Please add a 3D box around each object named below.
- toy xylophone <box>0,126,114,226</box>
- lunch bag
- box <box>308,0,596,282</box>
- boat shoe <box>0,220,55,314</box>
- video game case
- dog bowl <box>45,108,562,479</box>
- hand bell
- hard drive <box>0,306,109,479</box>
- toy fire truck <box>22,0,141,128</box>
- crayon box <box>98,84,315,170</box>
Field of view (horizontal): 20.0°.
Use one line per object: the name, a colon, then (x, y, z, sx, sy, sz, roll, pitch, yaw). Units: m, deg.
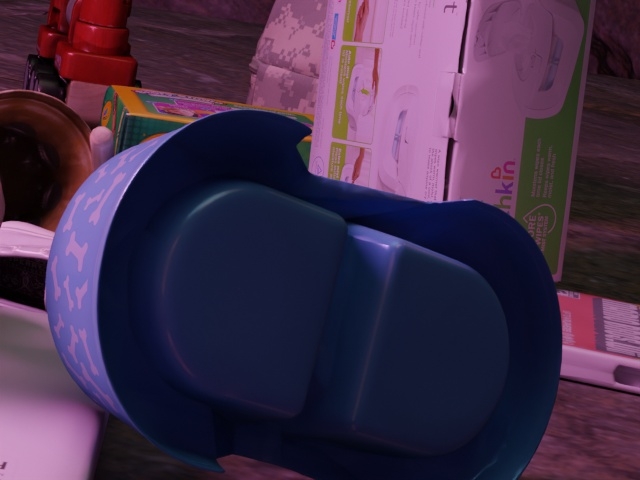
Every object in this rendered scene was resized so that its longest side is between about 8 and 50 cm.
toy xylophone: (-0.217, -0.040, 0.945, 0.236, 0.081, 0.322, 26, -21, 13)
lunch bag: (0.089, -0.182, 1.884, 0.305, 0.256, 0.213, 21, 16, 41)
box: (0.098, -0.112, 1.475, 0.127, 0.262, 0.231, 4, 5, -29)
boat shoe: (-0.152, 0.028, 1.133, 0.184, 0.066, 0.063, 18, 27, 22)
video game case: (0.280, 0.087, 1.324, 0.285, 0.025, 0.204, 12, 11, 6)
dog bowl: (-0.005, 0.040, 0.891, 0.297, 0.166, 0.074, 20, -10, -38)
hand bell: (-0.267, -0.046, 1.365, 0.126, 0.126, 0.242, 4, 0, -30)
hard drive: (-0.218, 0.087, 0.817, 0.233, 0.047, 0.353, 9, 12, -4)
toy fire truck: (-0.256, -0.247, 1.913, 0.158, 0.246, 0.217, 8, 12, -14)
crayon box: (-0.058, -0.074, 1.661, 0.278, 0.081, 0.165, 8, 11, -14)
